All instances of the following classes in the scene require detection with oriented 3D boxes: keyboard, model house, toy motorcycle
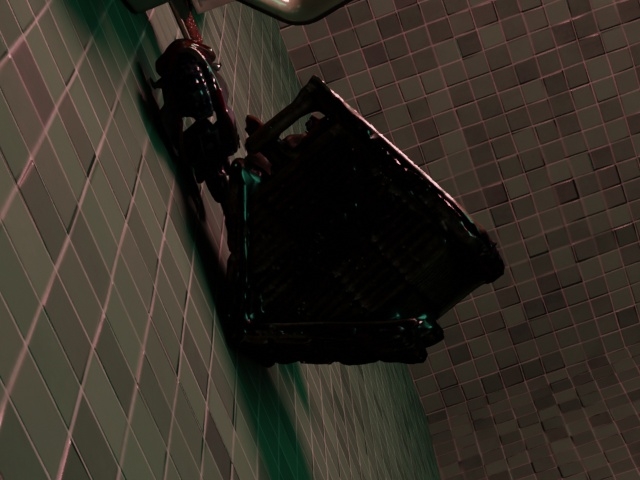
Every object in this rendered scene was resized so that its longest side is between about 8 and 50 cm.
[{"bbox_3d":[-0.187,-0.308,1.959,0.055,0.017,0.166,-101,170,-59],"label":"keyboard"},{"bbox_3d":[0.012,0.024,1.604,0.297,0.282,0.317,42,0,15],"label":"model house"},{"bbox_3d":[-0.137,-0.137,1.559,0.213,0.082,0.122,83,-8,-54],"label":"toy motorcycle"}]

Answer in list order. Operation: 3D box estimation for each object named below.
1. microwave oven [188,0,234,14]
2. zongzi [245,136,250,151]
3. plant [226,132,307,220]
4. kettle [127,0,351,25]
[{"bbox_3d":[-0.161,-0.447,2.165,0.208,0.122,0.162,-95,165,-68],"label":"microwave oven"},{"bbox_3d":[-0.082,-0.164,2.230,0.067,0.073,0.083,46,17,-32],"label":"zongzi"},{"bbox_3d":[0.000,0.000,1.828,0.276,0.188,0.199,63,10,-50],"label":"plant"},{"bbox_3d":[-0.061,-0.400,1.619,0.250,0.376,0.361,-103,171,-52],"label":"kettle"}]
